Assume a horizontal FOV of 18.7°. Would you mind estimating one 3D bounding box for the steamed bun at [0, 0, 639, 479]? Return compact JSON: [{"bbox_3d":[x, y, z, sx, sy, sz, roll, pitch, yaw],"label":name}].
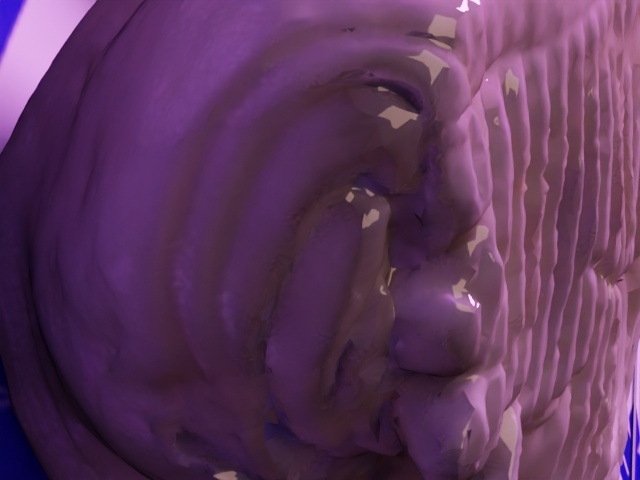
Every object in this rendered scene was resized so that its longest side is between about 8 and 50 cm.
[{"bbox_3d":[0.000,0.000,0.819,0.352,0.247,0.339,-44,137,-56],"label":"steamed bun"}]
